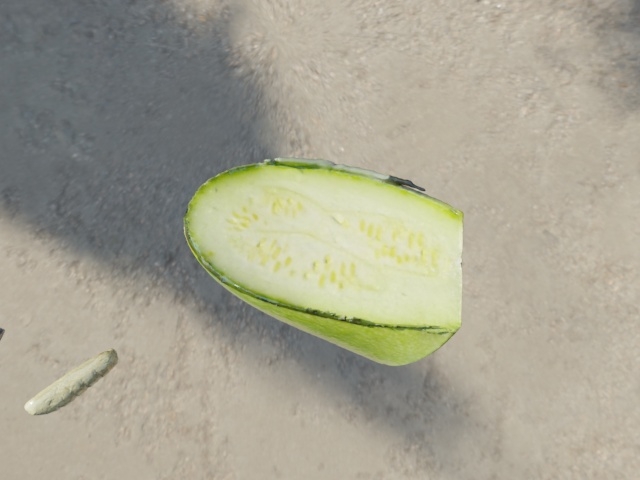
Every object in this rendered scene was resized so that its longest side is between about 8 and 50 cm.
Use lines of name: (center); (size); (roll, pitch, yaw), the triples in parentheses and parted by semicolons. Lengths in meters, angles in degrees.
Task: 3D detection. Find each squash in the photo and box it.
squash: (0.000, 0.000, 0.945); (0.309, 0.233, 0.210); (32, 140, -28)

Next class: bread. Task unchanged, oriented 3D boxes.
bread: (-0.519, 0.305, 1.596); (0.214, 0.073, 0.053); (-35, 84, -17)

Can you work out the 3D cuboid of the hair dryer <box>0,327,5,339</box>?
hair dryer: (-0.562, 0.139, 1.252); (0.063, 0.114, 0.037); (27, 58, -9)
